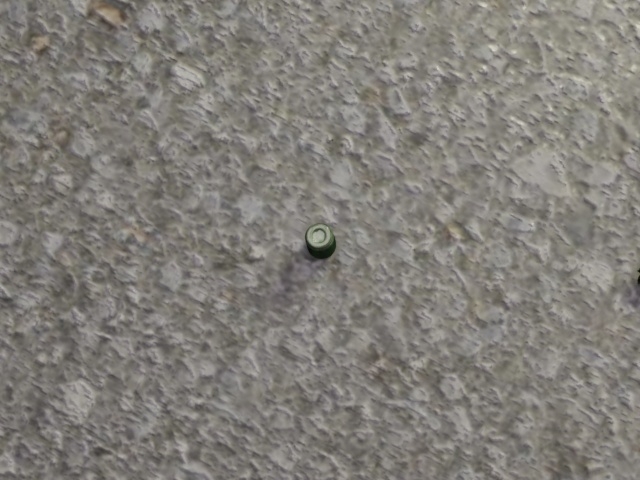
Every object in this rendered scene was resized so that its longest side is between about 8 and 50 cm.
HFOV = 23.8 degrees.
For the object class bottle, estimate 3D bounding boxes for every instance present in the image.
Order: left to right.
[{"bbox_3d":[0.000,0.000,1.537,0.030,0.083,0.030,0,83,2],"label":"bottle"}]

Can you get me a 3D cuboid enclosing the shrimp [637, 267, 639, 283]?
[{"bbox_3d":[0.435,0.046,1.541,0.219,0.046,0.152,-13,80,0],"label":"shrimp"}]
